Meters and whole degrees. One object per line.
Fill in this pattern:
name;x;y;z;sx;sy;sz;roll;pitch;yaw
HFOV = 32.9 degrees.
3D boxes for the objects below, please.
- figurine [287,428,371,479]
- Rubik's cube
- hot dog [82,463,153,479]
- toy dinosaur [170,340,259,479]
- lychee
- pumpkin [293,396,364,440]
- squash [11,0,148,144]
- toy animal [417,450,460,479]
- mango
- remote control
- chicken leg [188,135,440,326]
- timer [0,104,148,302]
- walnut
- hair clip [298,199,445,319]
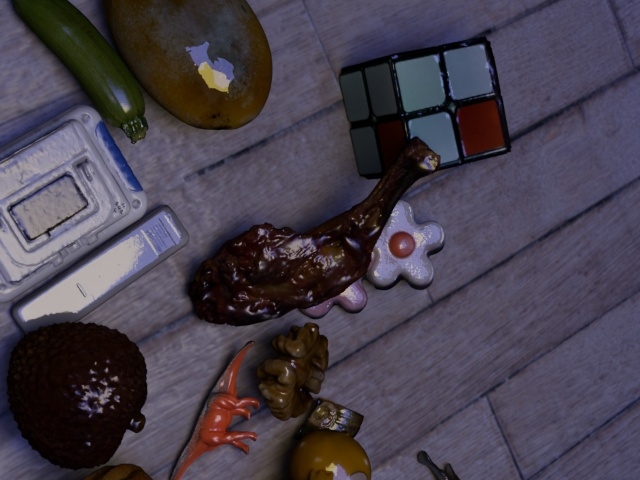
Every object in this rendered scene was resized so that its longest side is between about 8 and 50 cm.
figurine;-0.012;0.392;1.531;0.228;0.215;0.215;-36;106;2
Rubik's cube;0.155;-0.195;1.619;0.183;0.167;0.180;-13;96;-24
hot dog;-0.271;0.385;1.407;0.175;0.114;0.259;-30;129;-11
toy dinosaur;-0.143;0.275;1.531;0.101;0.055;0.279;16;83;-8
lychee;-0.305;0.194;1.379;0.194;0.194;0.194;0;90;-27
pumpkin;0.009;0.276;1.618;0.101;0.035;0.073;29;84;-32
squash;-0.307;-0.241;1.426;0.069;0.069;0.258;-42;95;-21
toy animal;0.223;0.418;1.707;0.202;0.070;0.105;33;57;-19
mango;-0.184;-0.292;1.464;0.193;0.146;0.316;-35;98;-30
remote control;-0.296;0.045;1.471;0.261;0.029;0.067;-37;106;-20
chicken leg;0.000;0.000;1.524;0.407;0.096;0.158;-31;123;5
timer;-0.363;-0.049;1.408;0.253;0.078;0.178;-36;106;-23
walnut;-0.041;0.186;1.543;0.069;0.170;0.143;20;74;19
hair clip;0.068;0.029;1.632;0.257;0.075;0.146;-20;103;-21
